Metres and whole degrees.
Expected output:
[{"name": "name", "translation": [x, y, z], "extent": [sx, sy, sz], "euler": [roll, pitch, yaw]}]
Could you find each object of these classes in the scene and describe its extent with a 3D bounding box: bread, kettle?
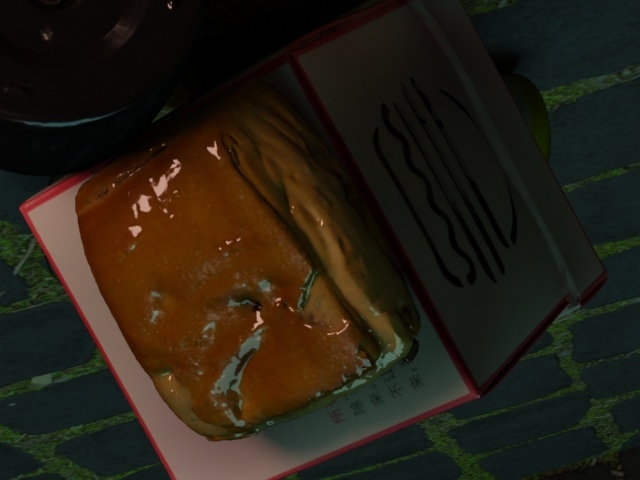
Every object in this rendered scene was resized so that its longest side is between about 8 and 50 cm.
[{"name": "bread", "translation": [-0.062, 0.022, 1.300], "extent": [0.210, 0.235, 0.099], "euler": [-28, -175, 30]}, {"name": "kettle", "translation": [-0.174, -0.156, 1.329], "extent": [0.268, 0.207, 0.290], "euler": [-34, 173, -15]}]

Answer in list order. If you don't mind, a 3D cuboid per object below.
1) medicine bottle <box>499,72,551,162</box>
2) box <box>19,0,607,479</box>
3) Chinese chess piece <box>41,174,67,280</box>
[{"name": "medicine bottle", "translation": [0.099, -0.094, 1.705], "extent": [0.212, 0.122, 0.122], "euler": [-4, 157, -21]}, {"name": "box", "translation": [0.000, 0.000, 1.496], "extent": [0.312, 0.314, 0.300], "euler": [-27, -176, 31]}, {"name": "Chinese chess piece", "translation": [-0.220, -0.015, 1.716], "extent": [0.051, 0.122, 0.122], "euler": [1, 162, 16]}]
